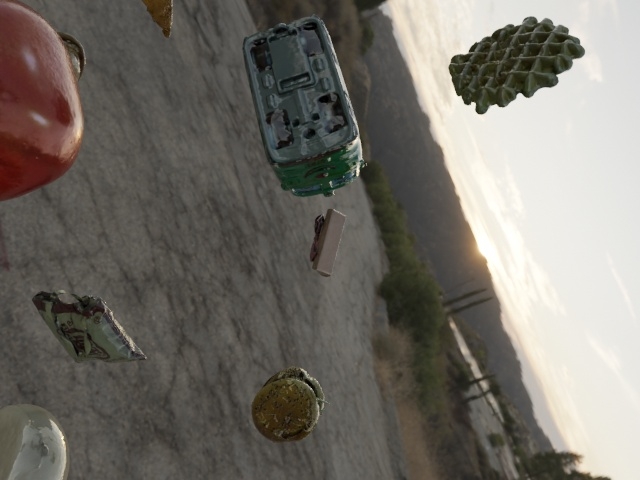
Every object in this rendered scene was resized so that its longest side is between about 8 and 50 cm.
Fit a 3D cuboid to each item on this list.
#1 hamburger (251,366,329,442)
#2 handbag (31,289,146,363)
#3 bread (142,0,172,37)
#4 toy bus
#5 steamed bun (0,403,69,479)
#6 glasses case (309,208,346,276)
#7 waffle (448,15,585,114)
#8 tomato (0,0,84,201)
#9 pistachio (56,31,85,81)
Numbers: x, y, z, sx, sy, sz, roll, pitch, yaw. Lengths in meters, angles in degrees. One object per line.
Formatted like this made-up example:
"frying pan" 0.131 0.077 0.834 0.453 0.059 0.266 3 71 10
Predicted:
"hamburger" -0.072 0.403 1.530 0.113 0.185 0.177 -17 104 -80
"handbag" -0.558 0.218 1.522 0.127 0.212 0.235 -67 149 -46
"bread" -0.384 -0.540 1.458 0.109 0.080 0.084 108 -19 -47
"toy bus" -0.032 -0.253 1.249 0.199 0.183 0.344 68 8 -62
"steamed bun" -0.661 0.509 1.374 0.177 0.283 0.283 42 21 -40
"glasses case" 0.000 0.000 1.825 0.102 0.070 0.194 25 77 -52
"waffle" 0.446 -0.421 1.469 0.056 0.291 0.309 55 16 -35
"tomato" -0.536 -0.217 0.975 0.293 0.325 0.289 64 17 16
"pistachio" -0.699 -0.459 1.647 0.152 0.223 0.126 43 48 -31
